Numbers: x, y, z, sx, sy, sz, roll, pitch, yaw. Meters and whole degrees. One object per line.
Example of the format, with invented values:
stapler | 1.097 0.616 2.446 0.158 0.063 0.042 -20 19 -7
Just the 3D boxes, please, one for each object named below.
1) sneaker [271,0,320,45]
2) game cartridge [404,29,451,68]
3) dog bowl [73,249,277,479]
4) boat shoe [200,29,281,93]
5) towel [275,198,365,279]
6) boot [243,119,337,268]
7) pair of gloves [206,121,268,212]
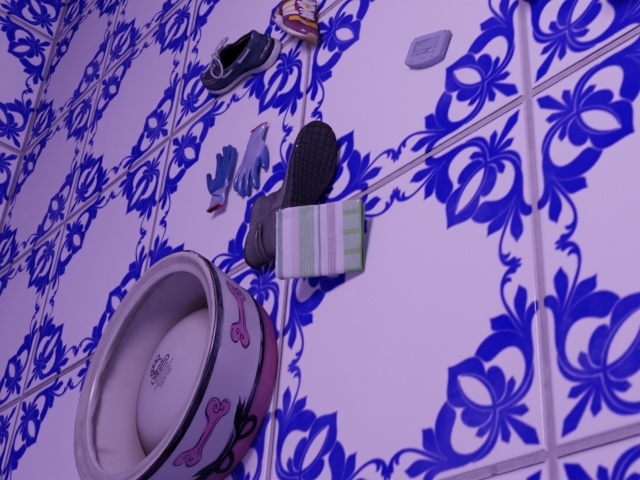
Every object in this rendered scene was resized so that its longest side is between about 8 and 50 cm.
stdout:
sneaker | -0.038 -0.437 1.873 0.084 0.069 0.185 -60 32 13
game cartridge | 0.167 -0.298 1.523 0.083 0.017 0.056 -1 62 55
dog bowl | -0.229 0.229 1.568 0.408 0.150 0.408 -35 41 38
boat shoe | -0.184 -0.374 2.025 0.254 0.079 0.095 -8 60 53
towel | 0.000 0.000 1.475 0.152 0.023 0.113 -6 78 29
boot | -0.064 -0.077 1.622 0.161 0.083 0.247 -7 66 54
pair of gloves | -0.161 -0.135 1.867 0.198 0.023 0.159 -27 44 42
